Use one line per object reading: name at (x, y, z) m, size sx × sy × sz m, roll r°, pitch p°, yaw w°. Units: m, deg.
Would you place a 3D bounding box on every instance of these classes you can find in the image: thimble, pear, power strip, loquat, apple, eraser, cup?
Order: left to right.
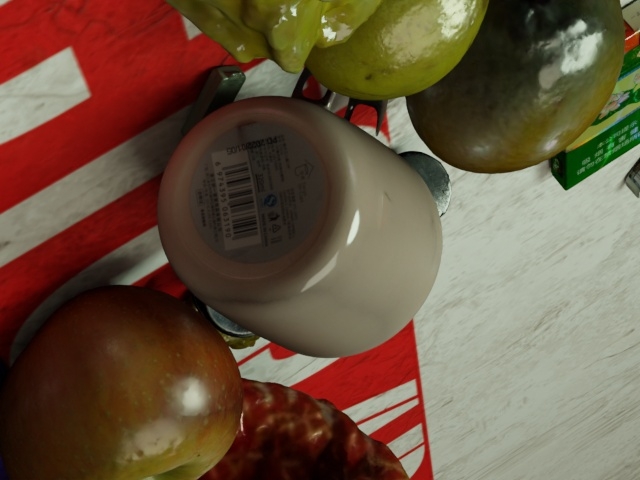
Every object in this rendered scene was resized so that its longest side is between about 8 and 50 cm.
apple at (-0.180, 0.141, 1.498) m, size 0.235 × 0.173 × 0.210 m, roll -37°, pitch 160°, yaw 23°
power strip at (-0.086, -0.105, 1.361) m, size 0.027 × 0.017 × 0.083 m, roll -10°, pitch 144°, yaw -44°
thimble at (-0.091, 0.313, 1.709) m, size 0.350 × 0.350 × 0.230 m, roll -19°, pitch 144°, yaw -31°
cup at (-0.009, -0.042, 1.380) m, size 0.252 × 0.191 × 0.200 m, roll -70°, pitch 159°, yaw -5°
pear at (0.047, -0.178, 1.250) m, size 0.162 × 0.149 × 0.149 m, roll -33°, pitch 155°, yaw 10°
loquat at (0.159, -0.155, 1.405) m, size 0.179 × 0.179 × 0.227 m, roll -17°, pitch 152°, yaw -34°
eraser at (0.376, -0.088, 1.942) m, size 0.019 × 0.027 × 0.099 m, roll -11°, pitch 144°, yaw -44°

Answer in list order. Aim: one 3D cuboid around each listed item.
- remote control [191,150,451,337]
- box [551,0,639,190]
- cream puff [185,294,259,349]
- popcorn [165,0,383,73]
remote control at (0.000, 0.000, 1.583) m, size 0.266 × 0.090 × 0.066 m, roll -30°, pitch -163°, yaw -16°
box at (0.289, -0.146, 1.730) m, size 0.132 × 0.034 × 0.235 m, roll -32°, pitch 154°, yaw -8°
cream puff at (-0.088, 0.069, 1.618) m, size 0.083 × 0.083 × 0.058 m, roll -50°, pitch -166°, yaw 3°
popcorn at (-0.020, -0.227, 1.061) m, size 0.233 × 0.192 × 0.266 m, roll -58°, pitch 160°, yaw -26°
